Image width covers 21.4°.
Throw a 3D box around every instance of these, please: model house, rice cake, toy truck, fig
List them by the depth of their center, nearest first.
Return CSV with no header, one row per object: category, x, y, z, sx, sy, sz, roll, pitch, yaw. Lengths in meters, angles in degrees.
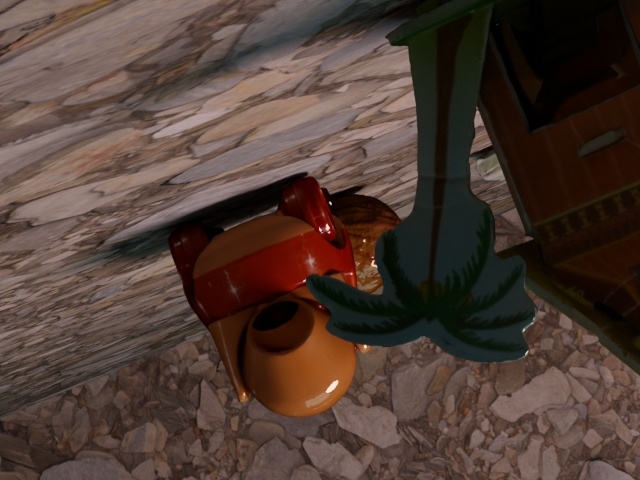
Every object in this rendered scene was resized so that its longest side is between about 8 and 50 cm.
model house,0.190,-0.029,1.246,0.340,0.324,0.300,-24,174,28
toy truck,-0.041,0.072,1.831,0.189,0.239,0.265,-22,176,3
fig,0.000,0.000,2.071,0.201,0.134,0.146,13,122,-44
rice cake,0.320,-0.138,2.241,0.237,0.043,0.127,-23,174,22
